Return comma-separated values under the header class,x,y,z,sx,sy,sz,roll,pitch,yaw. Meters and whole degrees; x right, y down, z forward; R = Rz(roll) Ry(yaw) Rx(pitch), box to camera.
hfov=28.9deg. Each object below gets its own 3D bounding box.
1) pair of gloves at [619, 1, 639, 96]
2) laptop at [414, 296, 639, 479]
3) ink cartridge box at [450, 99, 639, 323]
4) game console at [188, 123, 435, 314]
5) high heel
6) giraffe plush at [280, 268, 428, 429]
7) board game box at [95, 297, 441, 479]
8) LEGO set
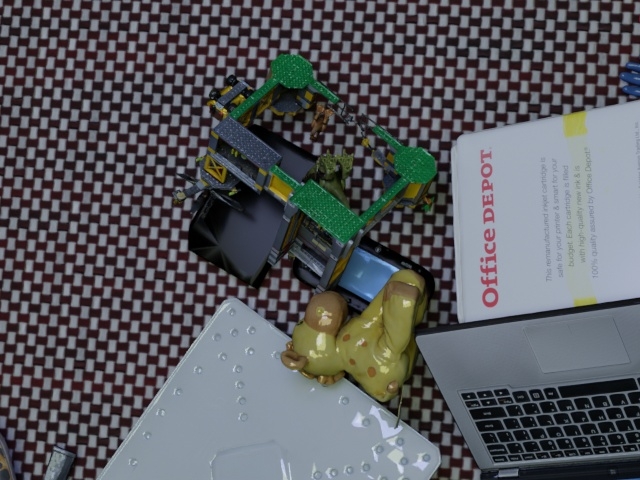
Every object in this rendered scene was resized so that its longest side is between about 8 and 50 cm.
class,x,y,z,sx,sy,sz,roll,pitch,yaw
pair of gloves,0.519,-0.265,1.776,0.159,0.023,0.198,15,84,10
laptop,0.332,0.310,1.536,0.381,0.236,0.408,-11,121,29
ink cartridge box,0.380,-0.021,1.616,0.384,0.160,0.279,-8,74,29
game console,0.000,0.000,1.796,0.361,0.044,0.213,29,87,9
high heel,-0.502,0.354,1.785,0.261,0.093,0.186,20,79,0
giraffe plush,0.041,0.133,1.671,0.170,0.181,0.210,11,76,11
board game box,-0.089,0.342,1.726,0.390,0.050,0.390,35,88,21
LEGO set,-0.020,-0.077,1.729,0.331,0.192,0.255,32,57,6
